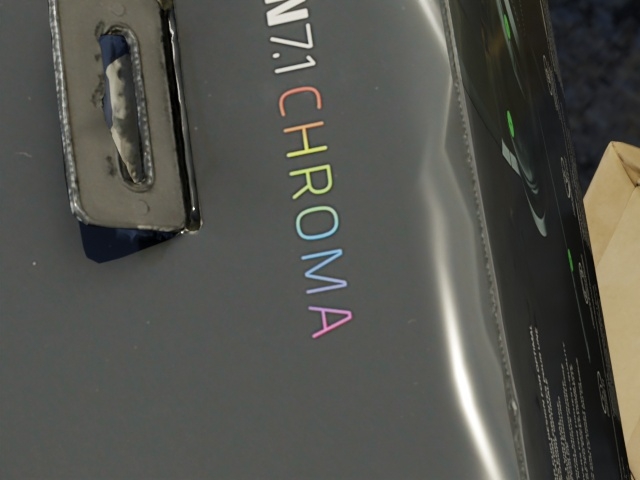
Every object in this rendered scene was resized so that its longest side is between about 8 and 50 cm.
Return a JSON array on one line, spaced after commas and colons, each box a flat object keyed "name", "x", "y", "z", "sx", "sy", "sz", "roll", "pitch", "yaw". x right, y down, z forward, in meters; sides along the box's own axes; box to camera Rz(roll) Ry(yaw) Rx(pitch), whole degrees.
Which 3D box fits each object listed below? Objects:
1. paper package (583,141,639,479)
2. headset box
[{"name": "paper package", "x": 0.317, "y": 0.124, "z": 1.572, "sx": 0.168, "sy": 0.309, "sz": 0.325, "roll": 15, "pitch": 164, "yaw": 39}, {"name": "headset box", "x": 0.000, "y": 0.000, "z": 0.507, "sx": 0.131, "sy": 0.246, "sz": 0.283, "roll": -11, "pitch": 165, "yaw": 12}]
